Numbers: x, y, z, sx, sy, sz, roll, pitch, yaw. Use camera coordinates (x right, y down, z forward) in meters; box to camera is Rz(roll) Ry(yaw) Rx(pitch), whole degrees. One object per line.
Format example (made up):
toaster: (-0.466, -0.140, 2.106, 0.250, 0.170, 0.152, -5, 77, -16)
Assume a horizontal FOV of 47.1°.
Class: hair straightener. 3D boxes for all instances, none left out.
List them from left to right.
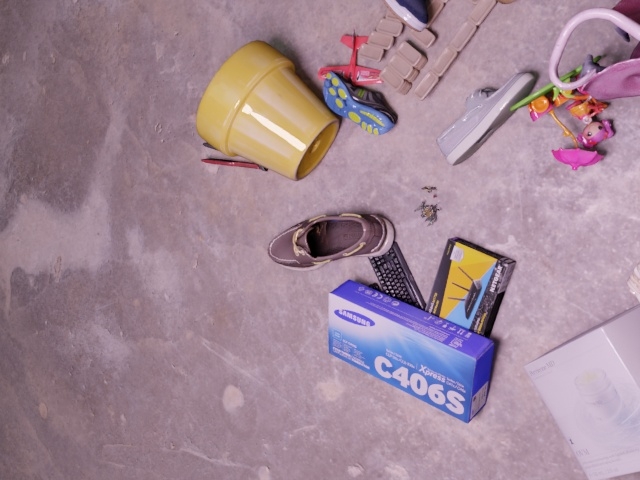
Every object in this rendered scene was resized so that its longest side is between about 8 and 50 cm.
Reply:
hair straightener: (-0.193, -0.218, 1.766, 0.230, 0.047, 0.089, 13, 103, 35)

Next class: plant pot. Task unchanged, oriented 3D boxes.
plant pot: (-0.098, -0.261, 1.586, 0.239, 0.254, 0.254, 36, 116, 11)

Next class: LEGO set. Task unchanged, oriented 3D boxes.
LEGO set: (0.223, -0.068, 1.494, 0.054, 0.023, 0.083, 21, 94, 31)

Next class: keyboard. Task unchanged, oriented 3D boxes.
keyboard: (0.153, 0.103, 1.560, 0.108, 0.023, 0.180, -32, 75, 35)

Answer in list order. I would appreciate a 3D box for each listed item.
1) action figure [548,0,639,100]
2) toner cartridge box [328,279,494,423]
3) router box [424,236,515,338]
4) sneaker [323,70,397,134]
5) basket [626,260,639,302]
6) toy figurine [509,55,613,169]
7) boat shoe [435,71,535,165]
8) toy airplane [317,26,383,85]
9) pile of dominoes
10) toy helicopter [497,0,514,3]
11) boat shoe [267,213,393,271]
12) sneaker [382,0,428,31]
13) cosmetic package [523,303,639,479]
action figure: (0.574, -0.282, 1.060, 0.370, 0.275, 0.248, 32, 113, 49)
toner cartridge box: (0.173, 0.219, 1.495, 0.347, 0.075, 0.165, 22, 126, 33)
router box: (0.289, 0.100, 1.442, 0.133, 0.046, 0.179, 25, 110, 32)
sneaker: (0.080, -0.287, 1.536, 0.188, 0.078, 0.067, 39, 129, 18)
basket: (0.640, 0.050, 0.969, 0.328, 0.266, 0.331, -36, 71, -5)
toy figurine: (0.445, -0.208, 1.277, 0.173, 0.130, 0.159, -31, 90, 10)
boat shoe: (0.300, -0.241, 1.378, 0.081, 0.079, 0.227, 52, 125, 15)
toy airplane: (0.067, -0.377, 1.566, 0.151, 0.028, 0.151, 4, 101, 20)
pile of dominoes: (0.210, -0.417, 1.467, 0.196, 0.040, 0.251, 48, 112, 27)
toy helicopter: (0.422, -0.488, 1.223, 0.355, 0.140, 0.235, -22, 62, 52)
boat shoe: (0.000, 0.000, 1.603, 0.324, 0.096, 0.117, -8, 77, 38)
sneaker: (0.174, -0.549, 1.411, 0.153, 0.099, 0.282, -37, 61, 33)
cosmetic package: (0.491, 0.249, 1.202, 0.225, 0.138, 0.224, 63, 152, 16)
